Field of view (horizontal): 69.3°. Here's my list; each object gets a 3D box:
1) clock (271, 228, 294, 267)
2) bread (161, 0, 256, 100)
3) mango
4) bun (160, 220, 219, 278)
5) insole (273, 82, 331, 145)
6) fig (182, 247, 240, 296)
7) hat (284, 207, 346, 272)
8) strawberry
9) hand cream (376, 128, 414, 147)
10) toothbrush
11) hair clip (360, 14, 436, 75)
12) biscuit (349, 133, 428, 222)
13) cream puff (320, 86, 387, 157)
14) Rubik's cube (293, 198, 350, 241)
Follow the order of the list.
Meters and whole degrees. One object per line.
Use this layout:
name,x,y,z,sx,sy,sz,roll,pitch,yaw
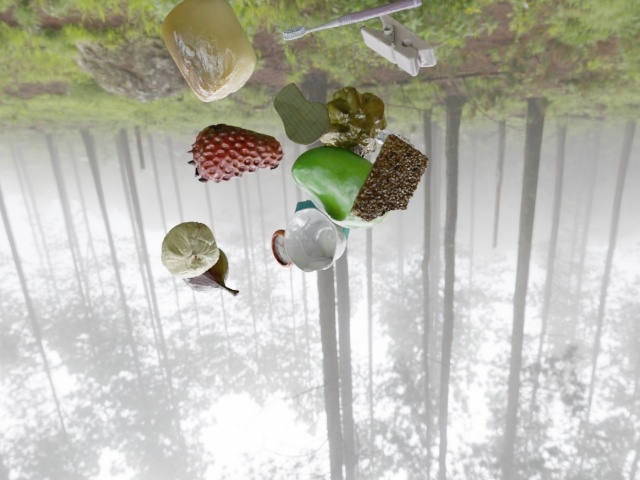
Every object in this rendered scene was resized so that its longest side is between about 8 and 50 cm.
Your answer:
clock,-0.183,0.042,2.366,0.051,0.205,0.205,-17,-157,-39
bread,-0.455,-0.773,1.881,0.348,0.376,0.253,-16,-160,34
mango,0.071,-0.163,1.444,0.382,0.225,0.201,23,-137,-33
bun,-0.470,0.041,1.685,0.220,0.221,0.134,-16,-152,-34
insole,-0.057,-0.325,1.172,0.119,0.009,0.348,-43,-142,11
fig,-0.444,0.144,1.946,0.217,0.217,0.320,-20,-146,-41
hat,0.000,0.000,1.412,0.203,0.203,0.126,10,-175,33
strawberry,-0.286,-0.295,1.486,0.280,0.150,0.253,14,-137,26
hand cream,0.311,-0.442,2.019,0.257,0.084,0.050,9,-174,-34
toothbrush,0.077,-0.544,1.128,0.353,0.024,0.029,-15,-178,-2
hair clip,0.236,-0.619,1.447,0.101,0.085,0.331,-28,-135,-1
biscuit,0.174,-0.136,1.144,0.131,0.237,0.026,30,168,-12
cream puff,0.103,-0.369,1.503,0.244,0.244,0.196,-16,-173,-34
Rubik's cube,-0.019,-0.041,1.899,0.265,0.213,0.224,-5,151,44
